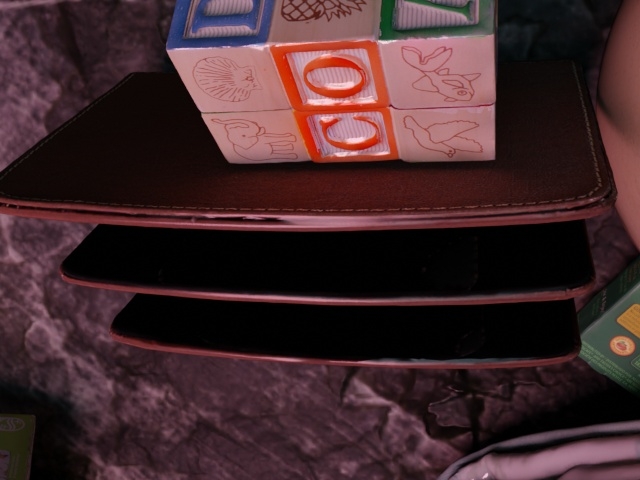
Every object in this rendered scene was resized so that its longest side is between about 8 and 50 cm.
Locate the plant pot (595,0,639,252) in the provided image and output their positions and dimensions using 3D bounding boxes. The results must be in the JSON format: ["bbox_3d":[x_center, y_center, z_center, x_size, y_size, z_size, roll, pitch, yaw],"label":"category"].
[{"bbox_3d":[0.266,-0.064,0.314,0.283,0.191,0.284,1,95,15],"label":"plant pot"}]

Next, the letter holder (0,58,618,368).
[{"bbox_3d":[0.000,0.000,0.459,0.301,0.214,0.152,1,118,12],"label":"letter holder"}]

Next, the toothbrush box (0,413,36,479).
[{"bbox_3d":[-0.365,0.237,0.568,0.283,0.122,0.206,5,107,-19],"label":"toothbrush box"}]

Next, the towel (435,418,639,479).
[{"bbox_3d":[0.268,0.237,0.437,0.321,0.090,0.374,50,148,-5],"label":"towel"}]

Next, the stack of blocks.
[{"bbox_3d":[0.044,-0.186,0.391,0.171,0.087,0.297,0,63,13],"label":"stack of blocks"}]

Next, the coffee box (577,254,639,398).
[{"bbox_3d":[0.256,0.036,0.489,0.113,0.040,0.184,35,128,2],"label":"coffee box"}]
